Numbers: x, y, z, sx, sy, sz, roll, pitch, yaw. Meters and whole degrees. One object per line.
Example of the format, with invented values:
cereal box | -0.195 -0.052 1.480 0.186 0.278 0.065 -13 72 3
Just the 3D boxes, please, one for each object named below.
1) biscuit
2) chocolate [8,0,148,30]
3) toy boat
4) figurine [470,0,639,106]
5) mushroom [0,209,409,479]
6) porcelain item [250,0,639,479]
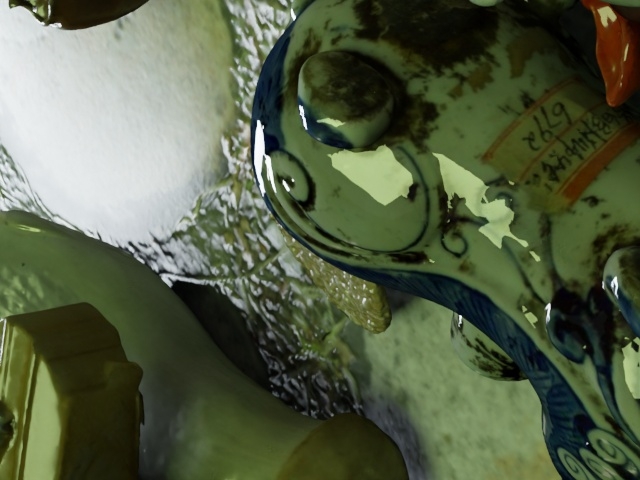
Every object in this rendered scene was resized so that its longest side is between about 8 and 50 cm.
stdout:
biscuit | 0.000 0.000 0.679 0.120 0.015 0.120 52 167 18
chocolate | -0.157 -0.236 0.711 0.148 0.093 0.214 31 131 33
toy boat | -0.170 0.179 0.729 0.115 0.089 0.310 22 114 36
figurine | 0.119 -0.150 0.406 0.183 0.160 0.226 44 142 25
mushroom | -0.093 0.099 0.786 0.329 0.122 0.159 23 144 39
porcelain item | 0.093 0.005 0.540 0.288 0.138 0.186 38 151 24
